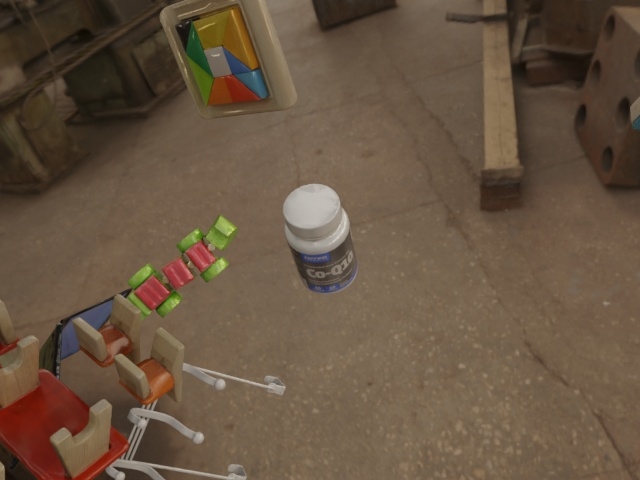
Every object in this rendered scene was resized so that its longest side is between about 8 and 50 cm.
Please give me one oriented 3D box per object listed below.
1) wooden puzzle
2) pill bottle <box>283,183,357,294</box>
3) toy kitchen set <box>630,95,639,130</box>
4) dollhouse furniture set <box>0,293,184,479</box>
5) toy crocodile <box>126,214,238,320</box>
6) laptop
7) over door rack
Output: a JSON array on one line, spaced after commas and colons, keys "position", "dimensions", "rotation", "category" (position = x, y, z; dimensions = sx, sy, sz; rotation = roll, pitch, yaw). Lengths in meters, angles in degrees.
[{"position": [-0.173, -0.328, 1.081], "dimensions": [0.238, 0.221, 0.044], "rotation": [1, 32, 37], "category": "wooden puzzle"}, {"position": [0.000, 0.000, 0.721], "dimensions": [0.078, 0.137, 0.078], "rotation": [-5, 54, 8], "category": "pill bottle"}, {"position": [0.495, -0.155, 0.724], "dimensions": [0.122, 0.207, 0.166], "rotation": [17, 58, -2], "category": "toy kitchen set"}, {"position": [-0.317, 0.168, 0.636], "dimensions": [0.259, 0.135, 0.262], "rotation": [30, 40, 25], "category": "dollhouse furniture set"}, {"position": [-0.318, 0.075, 1.323], "dimensions": [0.340, 0.115, 0.105], "rotation": [-38, 6, -2], "category": "toy crocodile"}, {"position": [-0.448, 0.244, 1.085], "dimensions": [0.234, 0.136, 0.264], "rotation": [-45, 45, 35], "category": "laptop"}, {"position": [-0.225, 0.374, 1.195], "dimensions": [0.108, 0.324, 0.240], "rotation": [25, 92, 50], "category": "over door rack"}]
